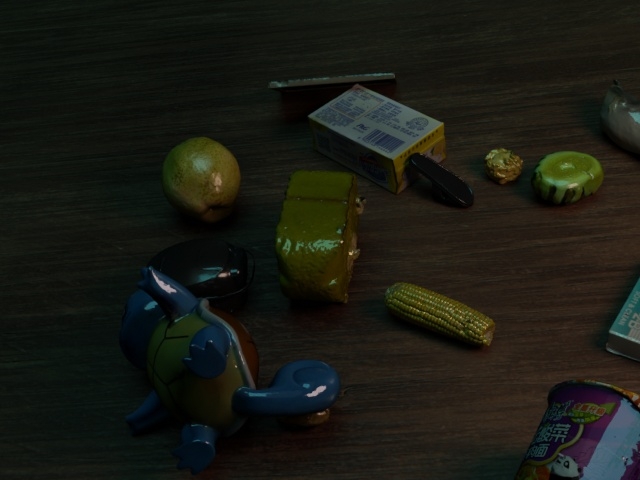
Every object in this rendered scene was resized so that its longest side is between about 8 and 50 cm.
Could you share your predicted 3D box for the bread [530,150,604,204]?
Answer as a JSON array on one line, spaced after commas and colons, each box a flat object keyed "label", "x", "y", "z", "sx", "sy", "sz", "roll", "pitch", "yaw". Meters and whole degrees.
[{"label": "bread", "x": 0.485, "y": -0.122, "z": 1.631, "sx": 0.130, "sy": 0.071, "sz": 0.139, "roll": 26, "pitch": 52, "yaw": 29}]

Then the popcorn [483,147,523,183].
[{"label": "popcorn", "x": 0.376, "y": -0.157, "z": 1.702, "sx": 0.082, "sy": 0.057, "sz": 0.083, "roll": 15, "pitch": 51, "yaw": 33}]

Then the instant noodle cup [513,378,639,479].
[{"label": "instant noodle cup", "x": 0.361, "y": 0.331, "z": 1.059, "sx": 0.251, "sy": 0.251, "sz": 0.190, "roll": 25, "pitch": 61, "yaw": 32}]

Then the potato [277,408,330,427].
[{"label": "potato", "x": -0.029, "y": 0.276, "z": 1.318, "sx": 0.092, "sy": 0.045, "sz": 0.046, "roll": 3, "pitch": 3, "yaw": 12}]

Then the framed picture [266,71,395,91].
[{"label": "framed picture", "x": 0.033, "y": -0.371, "z": 1.935, "sx": 0.289, "sy": 0.020, "sz": 0.211, "roll": -3, "pitch": 7, "yaw": 6}]

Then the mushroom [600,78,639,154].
[{"label": "mushroom", "x": 0.679, "y": -0.203, "z": 1.668, "sx": 0.109, "sy": 0.097, "sz": 0.351, "roll": -21, "pitch": 46, "yaw": -11}]

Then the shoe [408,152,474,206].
[{"label": "shoe", "x": 0.240, "y": -0.116, "z": 1.679, "sx": 0.159, "sy": 0.053, "sz": 0.062, "roll": 39, "pitch": 46, "yaw": 2}]

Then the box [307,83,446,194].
[{"label": "box", "x": 0.122, "y": -0.224, "z": 1.790, "sx": 0.168, "sy": 0.097, "sz": 0.265, "roll": -38, "pitch": 50, "yaw": -27}]

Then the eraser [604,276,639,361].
[{"label": "eraser", "x": 0.566, "y": 0.110, "z": 1.382, "sx": 0.095, "sy": 0.052, "sz": 0.225, "roll": 20, "pitch": 50, "yaw": 31}]

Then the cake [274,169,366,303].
[{"label": "cake", "x": 0.000, "y": 0.000, "z": 1.513, "sx": 0.156, "sy": 0.179, "sz": 0.261, "roll": 2, "pitch": 47, "yaw": 13}]

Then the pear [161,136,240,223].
[{"label": "pear", "x": -0.239, "y": -0.120, "z": 1.698, "sx": 0.178, "sy": 0.178, "sz": 0.178, "roll": -5, "pitch": 43, "yaw": 5}]

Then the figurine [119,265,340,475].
[{"label": "figurine", "x": -0.187, "y": 0.189, "z": 1.291, "sx": 0.416, "sy": 0.298, "sz": 0.243, "roll": 18, "pitch": 30, "yaw": 30}]

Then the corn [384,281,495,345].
[{"label": "corn", "x": 0.202, "y": 0.125, "z": 1.420, "sx": 0.206, "sy": 0.067, "sz": 0.067, "roll": 20, "pitch": 50, "yaw": 28}]

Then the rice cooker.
[{"label": "rice cooker", "x": -0.219, "y": 0.071, "z": 1.519, "sx": 0.202, "sy": 0.118, "sz": 0.142, "roll": -3, "pitch": 42, "yaw": 8}]
